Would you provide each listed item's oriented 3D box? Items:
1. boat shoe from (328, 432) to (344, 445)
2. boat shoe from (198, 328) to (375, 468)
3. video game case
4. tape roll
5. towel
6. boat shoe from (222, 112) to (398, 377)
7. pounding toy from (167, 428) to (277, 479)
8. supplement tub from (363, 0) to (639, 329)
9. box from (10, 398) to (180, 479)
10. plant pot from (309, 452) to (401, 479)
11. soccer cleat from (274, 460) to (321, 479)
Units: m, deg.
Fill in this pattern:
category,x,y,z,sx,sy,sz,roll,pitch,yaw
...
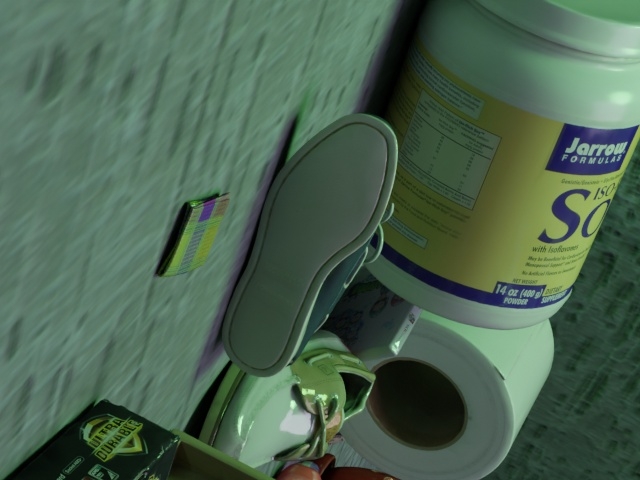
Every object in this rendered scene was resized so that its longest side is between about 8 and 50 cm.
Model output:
category,x,y,z,sx,sy,sz,roll,pitch,yaw
boat shoe,0.012,0.242,2.145,0.043,0.049,0.137,-63,174,0
boat shoe,-0.026,0.150,1.583,0.113,0.103,0.302,-69,169,21
video game case,0.053,0.073,1.772,0.157,0.019,0.143,-14,-145,48
tape roll,0.143,0.152,2.033,0.169,0.246,0.246,-50,162,-52
towel,-0.088,-0.004,1.184,0.060,0.009,0.083,-66,169,14
boat shoe,0.000,0.000,1.389,0.079,0.095,0.254,-40,155,-62
pounding toy,-0.092,0.270,1.325,0.206,0.181,0.094,-47,160,-59
supplement tub,0.182,-0.108,1.632,0.241,0.241,0.331,-46,159,-60
box,-0.213,0.288,1.080,0.293,0.073,0.295,-45,158,-63
plant pot,0.037,0.388,2.247,0.191,0.174,0.191,-60,168,-22
soccer cleat,-0.055,0.386,2.067,0.095,0.083,0.248,-45,156,-73
